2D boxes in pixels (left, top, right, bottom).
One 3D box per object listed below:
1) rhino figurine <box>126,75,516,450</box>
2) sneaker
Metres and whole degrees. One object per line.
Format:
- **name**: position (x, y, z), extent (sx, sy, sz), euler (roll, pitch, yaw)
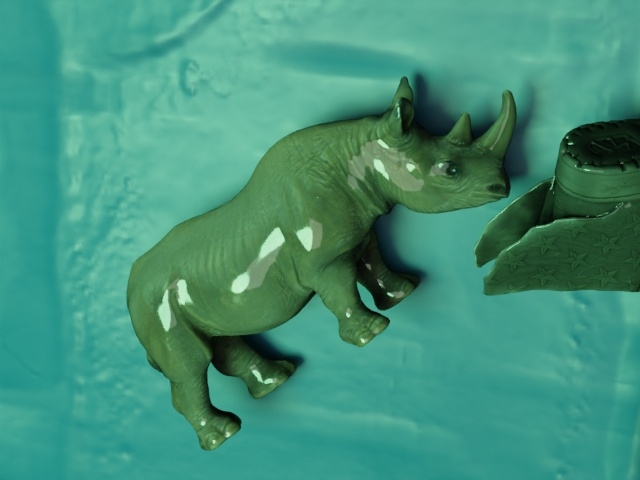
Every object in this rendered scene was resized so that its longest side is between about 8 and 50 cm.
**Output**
- **rhino figurine**: position (0.000, 0.000, 0.620), extent (0.243, 0.073, 0.106), euler (-37, 96, 19)
- **sneaker**: position (0.163, -0.014, 0.585), extent (0.170, 0.051, 0.089), euler (-3, 132, -6)
